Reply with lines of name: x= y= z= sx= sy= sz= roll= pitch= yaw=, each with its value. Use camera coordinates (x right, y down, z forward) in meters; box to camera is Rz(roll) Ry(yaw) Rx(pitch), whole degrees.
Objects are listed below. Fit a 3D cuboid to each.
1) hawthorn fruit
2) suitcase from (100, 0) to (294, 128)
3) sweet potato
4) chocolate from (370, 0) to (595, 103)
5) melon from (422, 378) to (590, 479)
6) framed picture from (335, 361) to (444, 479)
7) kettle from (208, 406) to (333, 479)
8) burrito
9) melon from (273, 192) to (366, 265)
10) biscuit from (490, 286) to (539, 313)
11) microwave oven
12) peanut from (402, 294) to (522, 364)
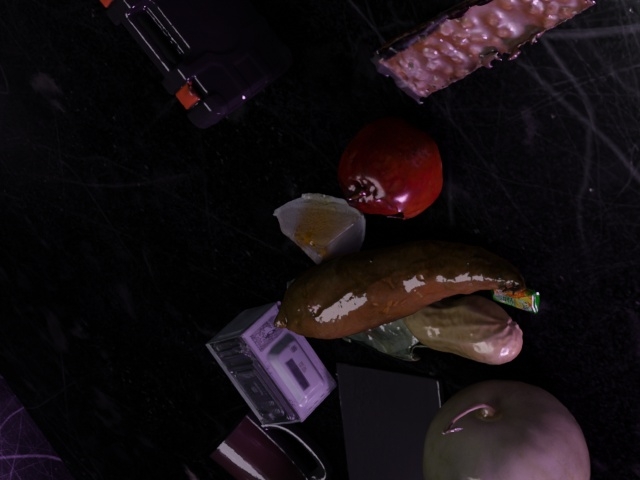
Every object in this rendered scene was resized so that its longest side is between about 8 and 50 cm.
hawthorn fruit: x=0.091 y=-0.091 z=1.473 sx=0.148 sy=0.172 sz=0.148 roll=15 pitch=121 yaw=27
suitcase: x=-0.186 y=-0.319 z=1.512 sx=0.285 sy=0.206 sz=0.066 roll=52 pitch=140 yaw=-7
sweet potato: x=0.112 y=0.069 z=1.606 sx=0.423 sy=0.130 sz=0.130 roll=-13 pitch=116 yaw=27
chocolate: x=0.193 y=-0.263 z=1.296 sx=0.102 sy=0.065 sz=0.329 roll=39 pitch=150 yaw=-21
melon: x=0.285 y=0.352 z=1.624 sx=0.272 sy=0.272 sz=0.307 roll=28 pitch=131 yaw=26
framed picture: x=0.137 y=0.398 z=1.918 sx=0.255 sy=0.014 sz=0.338 roll=1 pitch=101 yaw=46
kettle: x=-0.093 y=0.468 z=2.260 sx=0.232 sy=0.144 sz=0.202 roll=41 pitch=114 yaw=-1
burrito: x=0.068 y=0.133 z=1.802 sx=0.309 sy=0.066 sz=0.096 roll=17 pitch=132 yaw=32
melon: x=0.004 y=0.001 z=1.725 sx=0.203 sy=0.093 sz=0.139 roll=11 pitch=139 yaw=48
biscuit: x=0.287 y=0.081 z=1.563 sx=0.089 sy=0.016 sz=0.046 roll=18 pitch=135 yaw=36
microwave oven: x=-0.097 y=0.241 z=2.031 sx=0.162 sy=0.122 sz=0.208 roll=-19 pitch=109 yaw=54
peanut: x=0.213 y=0.130 z=1.624 sx=0.214 sy=0.090 sz=0.098 roll=10 pitch=127 yaw=40
